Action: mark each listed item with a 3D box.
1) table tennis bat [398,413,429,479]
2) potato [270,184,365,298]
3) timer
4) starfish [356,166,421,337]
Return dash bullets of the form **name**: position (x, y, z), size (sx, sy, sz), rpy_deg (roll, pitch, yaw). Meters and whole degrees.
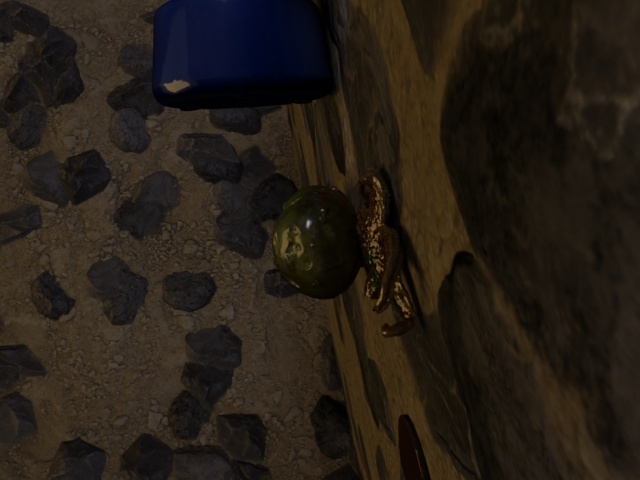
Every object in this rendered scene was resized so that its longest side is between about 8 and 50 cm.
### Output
- **table tennis bat**: position (0.132, 0.352, 0.714), size (0.131, 0.022, 0.234), rpy_deg (-110, 11, -65)
- **potato**: position (0.000, 0.000, 0.813), size (0.298, 0.141, 0.176), rpy_deg (-73, -14, -83)
- **timer**: position (-0.124, -0.393, 0.741), size (0.270, 0.270, 0.384), rpy_deg (-117, 23, -78)
- **starfish**: position (0.068, 0.003, 0.557), size (0.210, 0.053, 0.150), rpy_deg (-99, 12, -58)
